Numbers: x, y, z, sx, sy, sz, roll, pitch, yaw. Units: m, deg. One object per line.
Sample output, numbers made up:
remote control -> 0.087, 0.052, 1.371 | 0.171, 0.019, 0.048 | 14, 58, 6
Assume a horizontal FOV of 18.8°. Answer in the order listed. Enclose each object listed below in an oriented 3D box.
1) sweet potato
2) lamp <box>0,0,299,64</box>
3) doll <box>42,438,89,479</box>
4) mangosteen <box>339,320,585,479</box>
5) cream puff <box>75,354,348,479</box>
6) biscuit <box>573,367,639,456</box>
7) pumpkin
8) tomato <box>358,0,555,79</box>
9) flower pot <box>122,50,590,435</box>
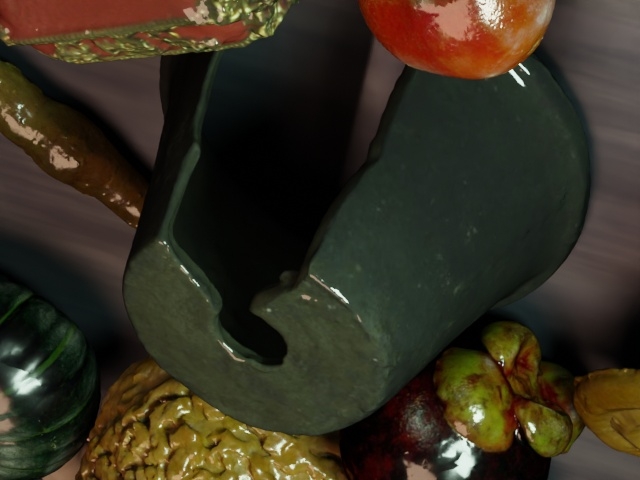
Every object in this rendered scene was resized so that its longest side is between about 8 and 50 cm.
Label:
sweet potato -> -0.218, -0.076, 1.708 | 0.274, 0.067, 0.067 | 42, 140, -17
lamp -> -0.136, -0.220, 1.421 | 0.274, 0.177, 0.177 | -2, 131, 34
doll -> -0.273, 0.221, 2.064 | 0.084, 0.073, 0.127 | -23, 128, 7
mangosteen -> 0.115, 0.164, 1.650 | 0.210, 0.210, 0.210 | 18, 139, 16
cream puff -> -0.072, 0.259, 1.843 | 0.327, 0.231, 0.343 | -5, 129, 32
biscuit -> 0.327, 0.159, 1.552 | 0.262, 0.037, 0.262 | 15, 165, 4
pumpkin -> -0.338, 0.140, 1.899 | 0.250, 0.216, 0.250 | 12, 129, 16
tomato -> 0.086, -0.185, 1.345 | 0.156, 0.069, 0.155 | 5, 104, 19
flower pot -> 0.000, 0.000, 1.507 | 0.379, 0.251, 0.379 | 16, 140, 14
